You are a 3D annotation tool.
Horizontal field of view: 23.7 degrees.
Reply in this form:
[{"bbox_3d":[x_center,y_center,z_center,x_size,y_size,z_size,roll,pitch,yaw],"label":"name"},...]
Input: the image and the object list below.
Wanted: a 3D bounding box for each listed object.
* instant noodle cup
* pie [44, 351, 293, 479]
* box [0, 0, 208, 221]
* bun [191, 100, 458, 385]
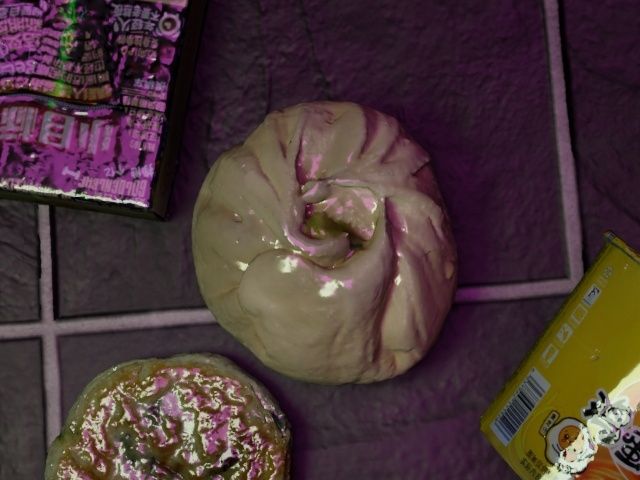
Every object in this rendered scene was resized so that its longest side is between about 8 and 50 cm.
[{"bbox_3d":[0.273,0.147,1.266,0.264,0.264,0.200,41,96,10],"label":"instant noodle cup"},{"bbox_3d":[-0.135,0.215,1.393,0.241,0.054,0.240,-1,81,4],"label":"pie"},{"bbox_3d":[-0.219,-0.185,1.441,0.198,0.084,0.310,9,83,7],"label":"box"},{"bbox_3d":[0.000,0.000,1.355,0.259,0.160,0.259,-1,84,9],"label":"bun"}]
